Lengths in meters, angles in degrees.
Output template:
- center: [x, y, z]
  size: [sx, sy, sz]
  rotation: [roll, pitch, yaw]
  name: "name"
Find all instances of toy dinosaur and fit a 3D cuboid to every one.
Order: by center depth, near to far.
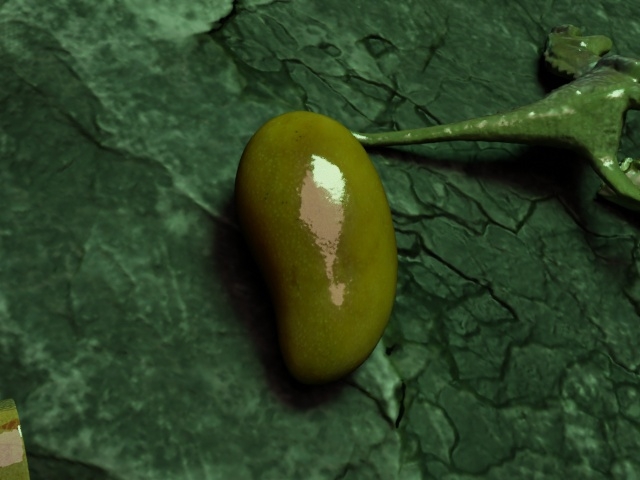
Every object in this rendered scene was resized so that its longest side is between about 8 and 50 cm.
- center: [0.178, -0.091, 0.783]
  size: [0.200, 0.072, 0.251]
  rotation: [29, 58, 36]
  name: "toy dinosaur"

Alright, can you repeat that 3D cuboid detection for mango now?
- center: [0.000, 0.000, 0.667]
  size: [0.102, 0.085, 0.184]
  rotation: [-3, 65, -20]
  name: "mango"

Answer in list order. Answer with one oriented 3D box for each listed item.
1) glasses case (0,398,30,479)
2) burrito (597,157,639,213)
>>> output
- center: [-0.239, 0.126, 0.531]
  size: [0.170, 0.041, 0.064]
  rotation: [-8, 62, -23]
  name: "glasses case"
- center: [0.306, -0.012, 0.803]
  size: [0.185, 0.041, 0.045]
  rotation: [28, 12, 2]
  name: "burrito"
